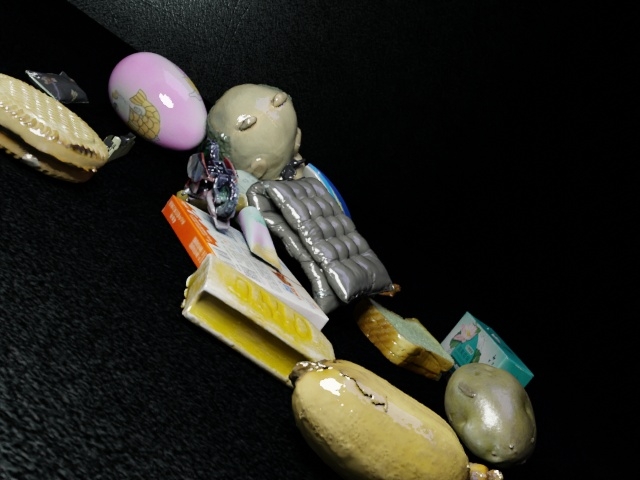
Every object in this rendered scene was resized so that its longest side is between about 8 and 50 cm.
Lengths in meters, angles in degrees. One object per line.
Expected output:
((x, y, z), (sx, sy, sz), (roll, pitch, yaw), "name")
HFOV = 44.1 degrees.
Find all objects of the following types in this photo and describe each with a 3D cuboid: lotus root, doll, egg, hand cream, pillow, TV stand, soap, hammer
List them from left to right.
((-0.557, -0.324, 1.678), (0.090, 0.048, 0.150), (30, 13, 2), "pillow")
((-0.416, -0.192, 1.601), (0.042, 0.036, 0.249), (35, 9, -7), "TV stand")
((-0.386, -0.334, 1.907), (0.271, 0.196, 0.196), (31, 8, 7), "egg")
((-0.205, -0.081, 1.712), (0.202, 0.113, 0.305), (39, 17, 29), "hammer")
((-0.119, -0.005, 1.509), (0.076, 0.047, 0.174), (34, 16, -30), "hand cream")
((-0.090, 0.125, 1.164), (0.232, 0.073, 0.140), (36, 14, -16), "soap")
((-0.147, -0.213, 1.939), (0.247, 0.247, 0.349), (43, -29, 31), "doll")
((0.000, 0.000, 1.665), (0.326, 0.101, 0.228), (57, 28, 13), "pillow")
((0.080, 0.256, 0.987), (0.303, 0.131, 0.146), (34, 8, -5), "lotus root")

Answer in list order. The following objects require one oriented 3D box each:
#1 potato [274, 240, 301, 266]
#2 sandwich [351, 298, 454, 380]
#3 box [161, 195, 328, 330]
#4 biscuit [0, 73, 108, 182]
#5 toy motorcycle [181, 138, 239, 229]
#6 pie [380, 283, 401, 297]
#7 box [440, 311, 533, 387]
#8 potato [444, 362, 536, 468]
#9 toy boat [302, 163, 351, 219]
((-0.012, 0.029, 1.865), (0.243, 0.098, 0.138), (40, 8, 9), "potato")
((0.185, 0.220, 1.755), (0.214, 0.065, 0.186), (28, 13, -40), "sandwich")
((-0.140, 0.044, 1.444), (0.265, 0.048, 0.273), (30, 10, -37), "box")
((-0.455, -0.182, 1.267), (0.259, 0.079, 0.259), (37, 9, -7), "biscuit")
((-0.206, -0.097, 1.482), (0.082, 0.122, 0.213), (5, 34, -28), "toy motorcycle")
((0.176, 0.137, 2.240), (0.088, 0.033, 0.191), (24, 8, 11), "pie")
((0.367, 0.290, 1.826), (0.092, 0.153, 0.245), (34, 9, -20), "box")
((0.322, 0.330, 1.490), (0.177, 0.160, 0.235), (16, 22, -6), "potato")
((0.014, -0.052, 1.933), (0.129, 0.088, 0.295), (8, -56, 48), "toy boat")
